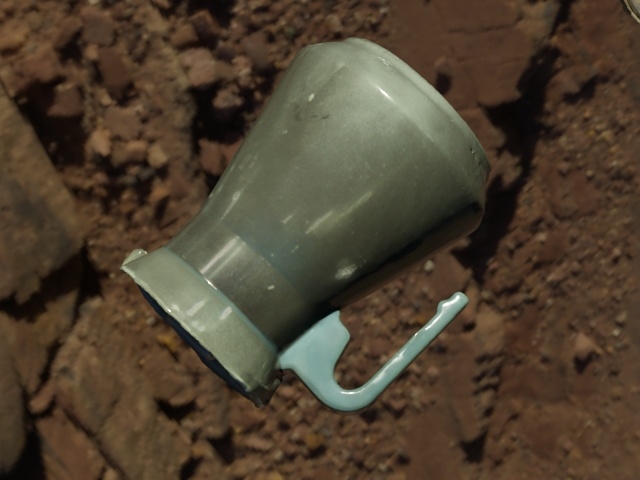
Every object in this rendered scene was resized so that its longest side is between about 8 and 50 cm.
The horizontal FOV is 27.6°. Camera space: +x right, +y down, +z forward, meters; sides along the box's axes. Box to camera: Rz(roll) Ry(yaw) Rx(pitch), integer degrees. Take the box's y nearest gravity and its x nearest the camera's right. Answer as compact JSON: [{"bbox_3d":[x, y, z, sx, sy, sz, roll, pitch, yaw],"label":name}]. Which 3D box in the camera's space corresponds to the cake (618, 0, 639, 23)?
[{"bbox_3d":[0.181,-0.211,0.751,0.086,0.220,0.117,-34,60,5],"label":"cake"}]

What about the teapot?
[{"bbox_3d":[0.000,0.000,0.875,0.203,0.225,0.171,43,172,13],"label":"teapot"}]
